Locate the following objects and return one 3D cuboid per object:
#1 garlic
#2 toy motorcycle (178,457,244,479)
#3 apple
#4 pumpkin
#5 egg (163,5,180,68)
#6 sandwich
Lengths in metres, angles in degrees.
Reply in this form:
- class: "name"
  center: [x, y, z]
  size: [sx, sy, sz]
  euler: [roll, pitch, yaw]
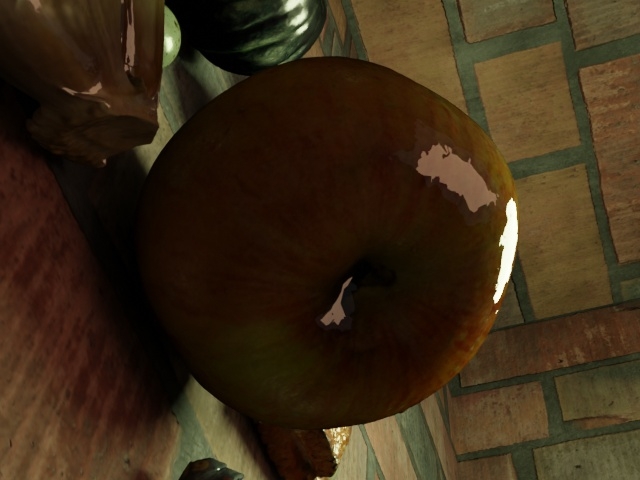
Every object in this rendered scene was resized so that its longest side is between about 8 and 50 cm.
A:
- class: "garlic"
  center: [-0.225, -0.230, 0.821]
  size: [0.279, 0.132, 0.325]
  euler: [-2, 81, -79]
- class: "toy motorcycle"
  center: [-0.082, 0.303, 0.957]
  size: [0.307, 0.108, 0.173]
  euler: [52, 21, -68]
- class: "apple"
  center: [0.000, 0.000, 1.044]
  size: [0.333, 0.400, 0.400]
  euler: [44, -25, 64]
- class: "pumpkin"
  center: [-0.075, -0.382, 1.364]
  size: [0.296, 0.296, 0.295]
  euler: [-14, 90, -78]
- class: "egg"
  center: [-0.199, -0.225, 1.057]
  size: [0.110, 0.085, 0.085]
  euler: [24, 53, -61]
- class: "sandwich"
  center: [-0.022, 0.225, 1.341]
  size: [0.292, 0.109, 0.212]
  euler: [-71, 152, -65]
